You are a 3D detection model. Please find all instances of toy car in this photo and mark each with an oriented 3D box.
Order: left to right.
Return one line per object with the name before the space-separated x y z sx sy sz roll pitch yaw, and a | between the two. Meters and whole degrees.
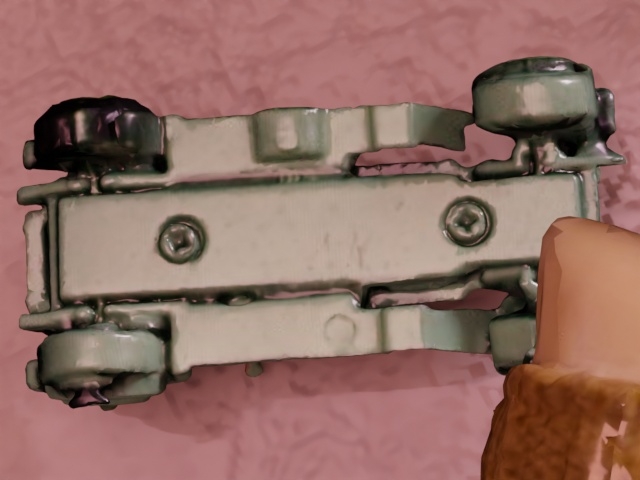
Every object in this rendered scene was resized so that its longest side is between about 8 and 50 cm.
toy car | 0.000 0.000 0.451 0.143 0.054 0.073 -5 80 7

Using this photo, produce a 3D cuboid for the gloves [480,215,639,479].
gloves | 0.117 0.118 0.350 0.203 0.155 0.356 16 99 22
